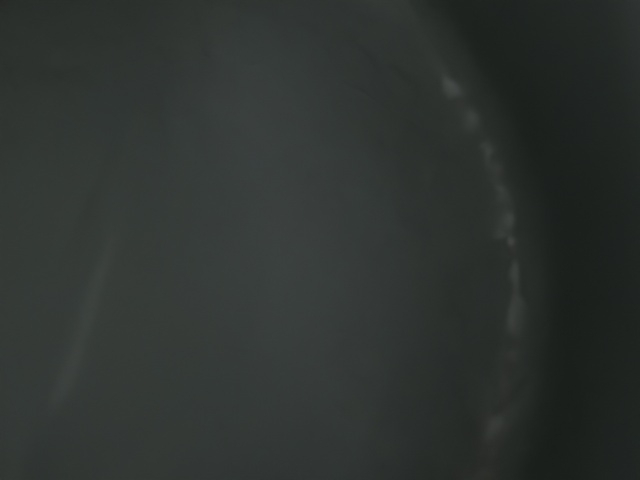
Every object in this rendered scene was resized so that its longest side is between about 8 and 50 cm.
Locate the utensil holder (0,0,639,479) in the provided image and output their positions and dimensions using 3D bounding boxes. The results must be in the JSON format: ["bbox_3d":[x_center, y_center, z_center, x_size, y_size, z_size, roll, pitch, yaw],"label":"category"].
[{"bbox_3d":[0.000,0.000,0.237,0.327,0.328,0.385,56,161,-6],"label":"utensil holder"}]
